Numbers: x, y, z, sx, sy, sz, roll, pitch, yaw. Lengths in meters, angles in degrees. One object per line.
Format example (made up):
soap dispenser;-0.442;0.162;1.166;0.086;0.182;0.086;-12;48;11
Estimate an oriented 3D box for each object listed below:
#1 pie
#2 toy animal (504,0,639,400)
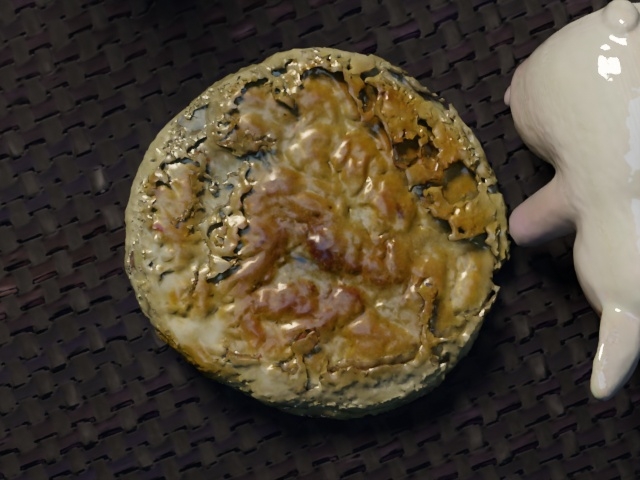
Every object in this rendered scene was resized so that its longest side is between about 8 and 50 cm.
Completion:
pie;0.000;0.000;0.644;0.274;0.055;0.274;0;93;-4
toy animal;0.205;-0.006;0.595;0.140;0.138;0.282;-9;89;-1
